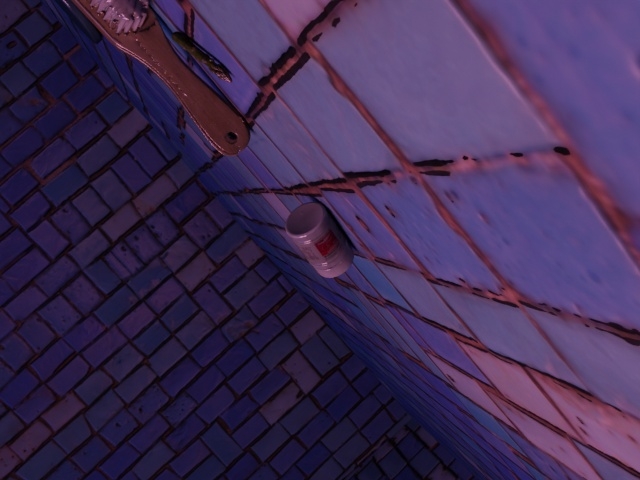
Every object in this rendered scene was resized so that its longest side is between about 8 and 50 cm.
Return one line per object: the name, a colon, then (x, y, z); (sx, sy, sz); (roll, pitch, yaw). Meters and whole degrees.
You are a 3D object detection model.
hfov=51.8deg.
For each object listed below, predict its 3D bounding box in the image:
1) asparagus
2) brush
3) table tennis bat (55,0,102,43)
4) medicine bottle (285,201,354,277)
asparagus: (-0.130, -0.201, 0.717); (0.015, 0.014, 0.114); (3, -147, -48)
brush: (-0.196, -0.231, 0.773); (0.327, 0.070, 0.065); (49, 163, -19)
table tennis bat: (-0.627, -0.589, 1.520); (0.329, 0.044, 0.215); (50, 174, -40)
medicine bottle: (0.000, 0.000, 0.847); (0.058, 0.058, 0.091); (40, 170, 47)
